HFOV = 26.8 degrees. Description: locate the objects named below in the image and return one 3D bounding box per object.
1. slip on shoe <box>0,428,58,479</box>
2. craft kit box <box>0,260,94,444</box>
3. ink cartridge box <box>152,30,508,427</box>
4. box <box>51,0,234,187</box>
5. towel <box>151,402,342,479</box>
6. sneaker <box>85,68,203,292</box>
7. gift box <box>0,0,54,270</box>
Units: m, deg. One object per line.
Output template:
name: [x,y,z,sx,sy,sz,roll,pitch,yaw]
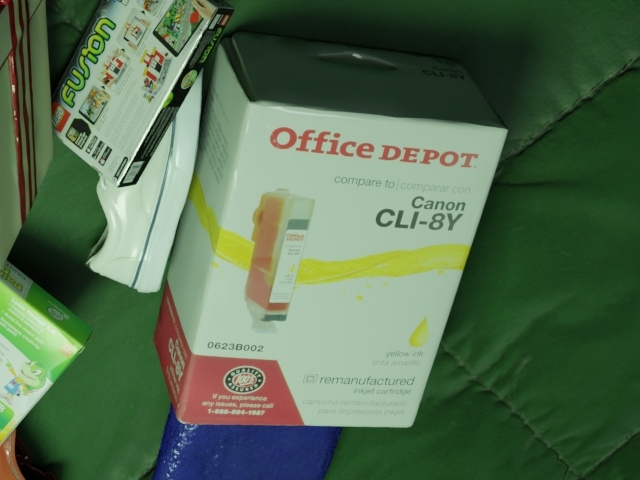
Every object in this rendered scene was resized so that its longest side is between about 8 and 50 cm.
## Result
slip on shoe: [-0.344,0.315,1.550,0.101,0.123,0.331,-20,120,-8]
craft kit box: [-0.405,0.109,1.378,0.250,0.061,0.247,40,108,-8]
ink cartridge box: [0.000,0.000,1.420,0.279,0.160,0.385,4,120,-19]
box: [-0.180,-0.167,1.294,0.207,0.114,0.036,-57,163,21]
towel: [-0.108,0.293,1.634,0.227,0.076,0.308,4,120,-27]
sneaker: [-0.181,-0.064,1.368,0.091,0.094,0.258,13,112,-11]
gift box: [-0.372,-0.150,1.168,0.255,0.276,0.258,3,125,-3]
